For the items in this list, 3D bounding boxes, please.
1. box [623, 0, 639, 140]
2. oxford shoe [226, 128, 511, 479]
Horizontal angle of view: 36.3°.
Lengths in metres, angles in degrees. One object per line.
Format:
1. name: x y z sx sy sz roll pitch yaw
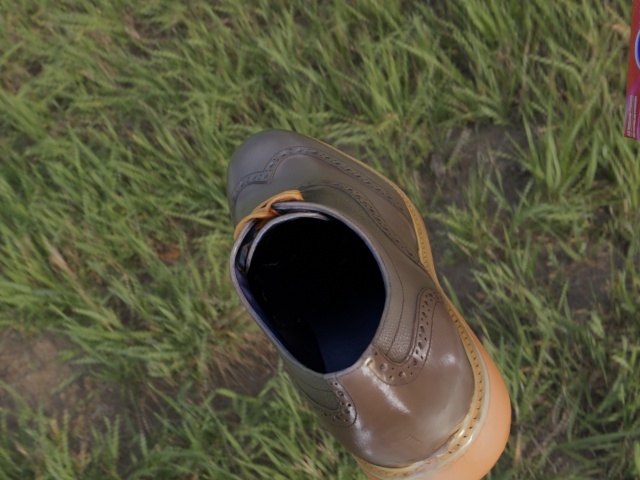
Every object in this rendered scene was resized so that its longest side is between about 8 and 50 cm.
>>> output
1. box: 0.491 -0.254 1.275 0.123 0.256 0.128 -16 25 -33
2. oxford shoe: 0.000 0.000 0.642 0.130 0.132 0.363 -40 38 3
